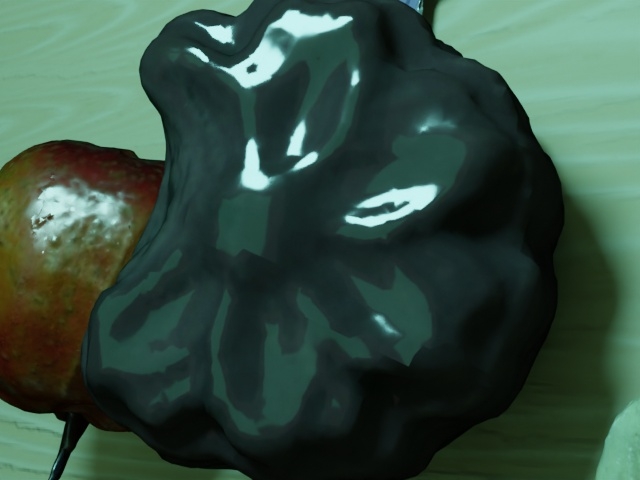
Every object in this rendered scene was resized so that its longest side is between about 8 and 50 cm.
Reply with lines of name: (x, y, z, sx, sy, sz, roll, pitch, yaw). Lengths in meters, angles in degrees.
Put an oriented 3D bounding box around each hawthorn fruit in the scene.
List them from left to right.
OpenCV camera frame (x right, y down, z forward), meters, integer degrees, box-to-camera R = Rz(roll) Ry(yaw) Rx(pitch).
hawthorn fruit: (-0.204, 0.071, 1.300, 0.254, 0.254, 0.300, -3, 68, 47)

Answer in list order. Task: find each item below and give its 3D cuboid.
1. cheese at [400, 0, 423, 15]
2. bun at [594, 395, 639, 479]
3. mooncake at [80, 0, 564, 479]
cheese: (0.082, -0.244, 1.241, 0.105, 0.042, 0.191, 35, 106, 48)
bun: (0.263, 0.183, 0.848, 0.231, 0.133, 0.231, -13, 74, 54)
mooncake: (0.000, 0.000, 1.080, 0.350, 0.212, 0.381, 1, 82, 17)
